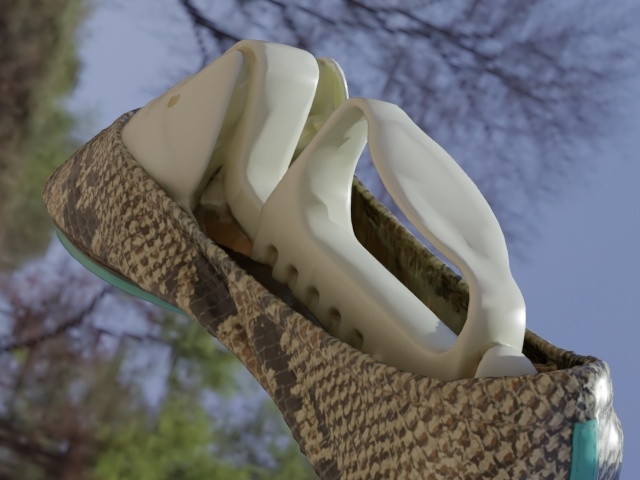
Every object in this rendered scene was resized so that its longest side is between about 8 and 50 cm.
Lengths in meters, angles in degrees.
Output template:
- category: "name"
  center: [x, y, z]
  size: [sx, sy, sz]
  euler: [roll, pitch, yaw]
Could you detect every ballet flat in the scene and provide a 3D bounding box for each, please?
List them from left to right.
- category: "ballet flat"
  center: [0.000, 0.000, 0.971]
  size: [0.483, 0.164, 0.182]
  euler: [41, -51, 48]
